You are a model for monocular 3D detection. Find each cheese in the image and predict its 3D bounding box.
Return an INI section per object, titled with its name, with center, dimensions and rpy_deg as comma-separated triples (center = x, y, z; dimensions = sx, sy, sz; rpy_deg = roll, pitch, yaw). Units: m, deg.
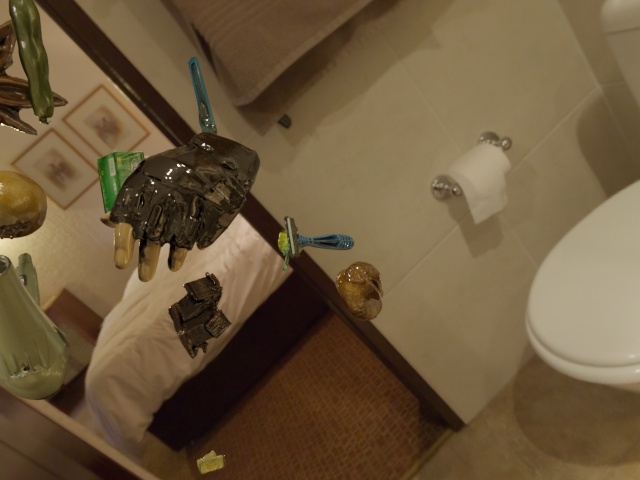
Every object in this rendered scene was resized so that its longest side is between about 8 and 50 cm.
[cheese]
center = -0.267, 0.539, 1.086
dimensions = 0.060, 0.041, 0.084
rpy_deg = -10, -11, -28

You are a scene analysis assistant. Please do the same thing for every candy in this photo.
[candy]
center = -0.086, 0.030, 1.227
dimensions = 0.262, 0.077, 0.073
rpy_deg = -92, 15, -75

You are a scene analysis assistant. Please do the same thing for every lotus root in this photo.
[lotus root]
center = 0.155, 0.179, 1.671
dimensions = 0.193, 0.291, 0.193
rpy_deg = -10, 56, 15

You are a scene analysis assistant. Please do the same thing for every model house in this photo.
[model house]
center = -0.324, 0.204, 1.242
dimensions = 0.164, 0.141, 0.203
rpy_deg = -30, 55, -7

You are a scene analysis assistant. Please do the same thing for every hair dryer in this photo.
[hair dryer]
center = -0.374, 0.067, 0.552
dimensions = 0.088, 0.225, 0.219
rpy_deg = -11, -26, -26

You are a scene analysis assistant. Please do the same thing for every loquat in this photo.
[loquat]
center = -0.917, -0.102, 1.330
dimensions = 0.213, 0.213, 0.213
rpy_deg = -36, 22, 17

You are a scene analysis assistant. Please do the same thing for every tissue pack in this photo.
[tissue pack]
center = -0.589, -0.164, 1.407
dimensions = 0.148, 0.209, 0.156
rpy_deg = -6, 4, 42

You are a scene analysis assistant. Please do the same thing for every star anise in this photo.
[star anise]
center = -0.716, -0.298, 0.895
dimensions = 0.349, 0.292, 0.109
rpy_deg = -51, 18, -9

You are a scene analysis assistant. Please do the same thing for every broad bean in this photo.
[broad bean]
center = -0.533, -0.341, 0.831
dimensions = 0.046, 0.255, 0.065
rpy_deg = -15, 30, -34

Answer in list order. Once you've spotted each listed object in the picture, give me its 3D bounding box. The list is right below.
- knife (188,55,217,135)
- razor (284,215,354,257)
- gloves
[knife]
center = -0.304, -0.360, 1.139
dimensions = 0.044, 0.026, 0.297
rpy_deg = -34, 61, 28
[razor]
center = 0.000, 0.000, 0.951
dimensions = 0.042, 0.082, 0.253
rpy_deg = -18, -11, 32
[gloves]
center = -0.180, -0.043, 0.558
dimensions = 0.164, 0.124, 0.203
rpy_deg = 7, 42, 18
